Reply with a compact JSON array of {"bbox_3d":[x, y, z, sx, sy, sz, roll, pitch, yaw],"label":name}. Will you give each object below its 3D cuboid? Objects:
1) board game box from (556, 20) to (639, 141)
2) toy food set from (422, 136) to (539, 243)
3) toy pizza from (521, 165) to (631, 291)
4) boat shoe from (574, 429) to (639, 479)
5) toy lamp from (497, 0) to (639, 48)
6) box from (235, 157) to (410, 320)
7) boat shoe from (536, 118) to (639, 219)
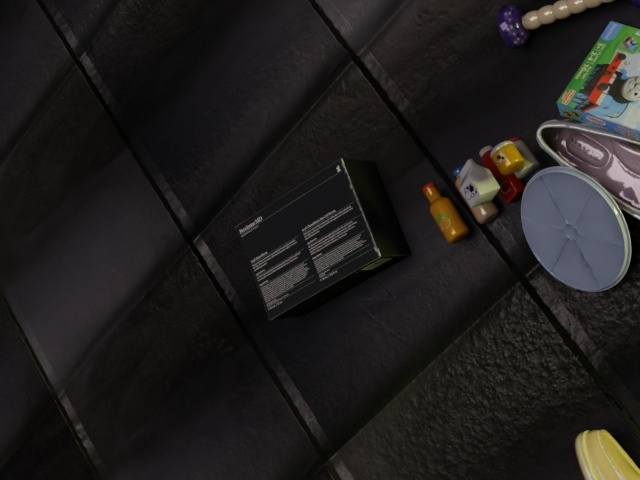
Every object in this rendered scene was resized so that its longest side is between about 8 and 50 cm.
[{"bbox_3d":[0.469,-0.217,1.712,0.211,0.039,0.160,26,73,33],"label":"board game box"},{"bbox_3d":[0.249,-0.104,1.862,0.104,0.111,0.232,60,152,21],"label":"toy food set"},{"bbox_3d":[0.381,-0.019,1.782,0.201,0.032,0.201,33,137,37],"label":"toy pizza"},{"bbox_3d":[0.491,0.396,1.688,0.110,0.122,0.341,-42,76,24],"label":"boat shoe"},{"bbox_3d":[0.400,-0.358,1.788,0.275,0.080,0.080,-13,82,38],"label":"toy lamp"},{"bbox_3d":[0.000,0.000,2.061,0.261,0.103,0.184,-31,75,33],"label":"box"},{"bbox_3d":[0.456,-0.091,1.722,0.320,0.103,0.118,35,109,32],"label":"boat shoe"}]
